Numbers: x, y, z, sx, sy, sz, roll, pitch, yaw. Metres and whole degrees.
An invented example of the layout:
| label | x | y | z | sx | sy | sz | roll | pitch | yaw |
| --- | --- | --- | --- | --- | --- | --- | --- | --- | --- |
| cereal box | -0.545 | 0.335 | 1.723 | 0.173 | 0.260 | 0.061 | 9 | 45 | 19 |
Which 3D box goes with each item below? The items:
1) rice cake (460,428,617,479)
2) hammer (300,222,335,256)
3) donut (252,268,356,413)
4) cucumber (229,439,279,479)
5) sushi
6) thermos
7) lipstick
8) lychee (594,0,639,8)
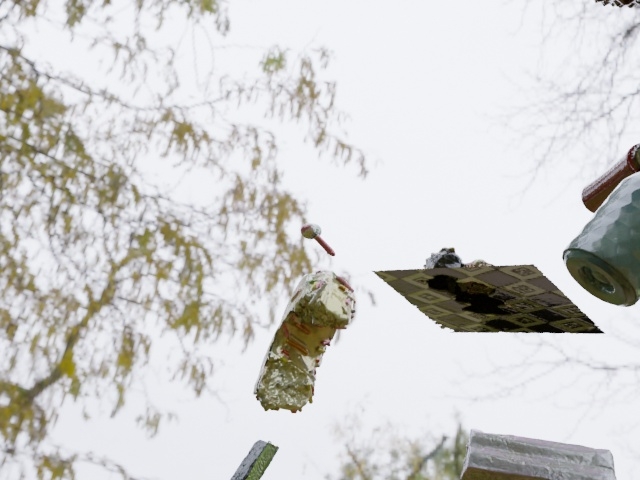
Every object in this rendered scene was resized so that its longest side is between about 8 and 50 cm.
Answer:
| label | x | y | z | sx | sy | sz | roll | pitch | yaw |
| --- | --- | --- | --- | --- | --- | --- | --- | --- | --- |
| rice cake | 0.420 | 0.429 | 1.738 | 0.298 | 0.106 | 0.050 | 9 | -51 | 2 |
| hammer | 0.000 | 0.000 | 1.706 | 0.031 | 0.083 | 0.052 | -50 | -18 | 17 |
| donut | -0.035 | 0.243 | 2.248 | 0.150 | 0.307 | 0.371 | 25 | -78 | -6 |
| cucumber | -0.155 | 0.491 | 1.890 | 0.046 | 0.220 | 0.070 | 20 | -42 | 17 |
| sushi | 0.250 | 0.071 | 1.340 | 0.264 | 0.050 | 0.290 | -4 | -25 | 33 |
| thermos | 0.551 | -0.031 | 1.506 | 0.182 | 0.286 | 0.145 | 26 | -21 | 53 |
| lipstick | 0.616 | -0.123 | 1.863 | 0.080 | 0.080 | 0.241 | 14 | -18 | -4 |
| lychee | 0.486 | -0.514 | 1.456 | 0.276 | 0.304 | 0.275 | 7 | -34 | 5 |
